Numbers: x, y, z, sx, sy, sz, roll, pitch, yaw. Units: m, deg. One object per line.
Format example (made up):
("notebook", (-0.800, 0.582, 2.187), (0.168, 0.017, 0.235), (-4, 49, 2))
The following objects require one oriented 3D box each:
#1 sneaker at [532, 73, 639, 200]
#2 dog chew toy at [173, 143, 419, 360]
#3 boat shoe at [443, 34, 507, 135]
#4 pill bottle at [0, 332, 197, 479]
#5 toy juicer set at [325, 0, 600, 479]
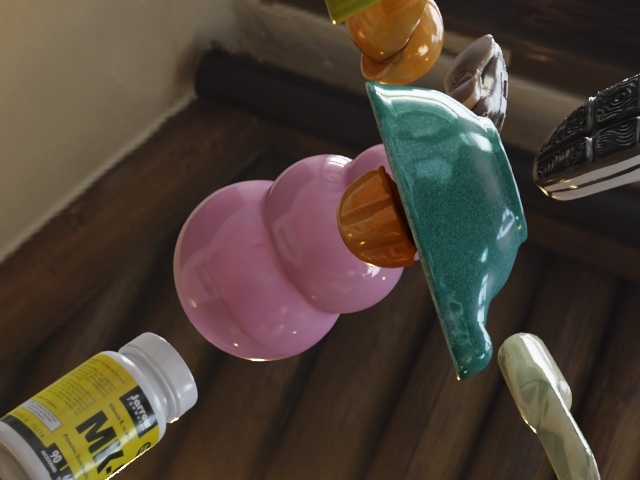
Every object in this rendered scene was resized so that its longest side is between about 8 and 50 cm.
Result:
("sneaker", (0.496, -0.090, 1.504), (0.447, 0.257, 0.169), (-22, -151, 30))
("dog chew toy", (0.000, 0.000, 1.375), (0.332, 0.206, 0.206), (-27, -124, 26))
("boat shoe", (0.191, -0.176, 1.508), (0.073, 0.073, 0.207), (47, -146, -18))
("pill bottle", (-0.242, 0.193, 1.342), (0.119, 0.119, 0.208), (41, -124, 22))
("toy juicer set", (0.056, -0.013, 0.662), (0.089, 0.209, 0.329), (-18, -96, 4))
